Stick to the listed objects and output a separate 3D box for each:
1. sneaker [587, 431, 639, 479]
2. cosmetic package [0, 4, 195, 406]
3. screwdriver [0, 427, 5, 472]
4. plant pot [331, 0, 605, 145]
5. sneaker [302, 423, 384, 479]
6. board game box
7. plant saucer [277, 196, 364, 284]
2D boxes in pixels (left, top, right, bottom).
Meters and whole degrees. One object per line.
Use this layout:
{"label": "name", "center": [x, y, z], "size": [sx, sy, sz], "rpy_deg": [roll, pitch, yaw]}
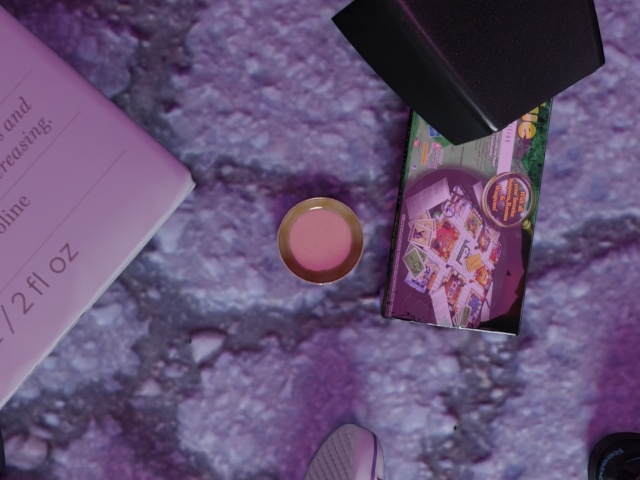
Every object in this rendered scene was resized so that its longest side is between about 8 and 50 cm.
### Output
{"label": "sneaker", "center": [0.386, 0.261, 1.674], "size": [0.267, 0.106, 0.101], "rpy_deg": [16, 90, -6]}
{"label": "cosmetic package", "center": [-0.378, -0.029, 1.462], "size": [0.393, 0.327, 0.329], "rpy_deg": [41, 72, -5]}
{"label": "screwdriver", "center": [-0.305, 0.253, 1.673], "size": [0.025, 0.024, 0.170], "rpy_deg": [-13, 101, -32]}
{"label": "plant pot", "center": [0.145, -0.190, 1.584], "size": [0.187, 0.188, 0.167], "rpy_deg": [-32, 95, -12]}
{"label": "sneaker", "center": [0.052, 0.322, 1.672], "size": [0.161, 0.102, 0.282], "rpy_deg": [13, 83, -28]}
{"label": "board game box", "center": [0.142, -0.046, 1.682], "size": [0.136, 0.030, 0.260], "rpy_deg": [8, 92, -2]}
{"label": "plant saucer", "center": [0.000, 0.000, 1.680], "size": [0.083, 0.015, 0.083], "rpy_deg": [0, 92, -3]}
